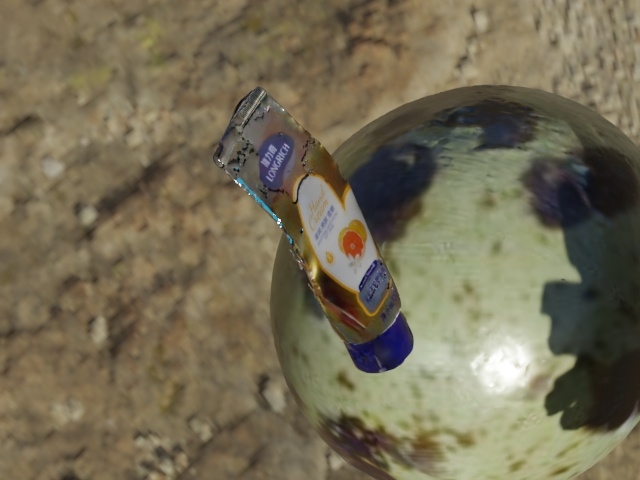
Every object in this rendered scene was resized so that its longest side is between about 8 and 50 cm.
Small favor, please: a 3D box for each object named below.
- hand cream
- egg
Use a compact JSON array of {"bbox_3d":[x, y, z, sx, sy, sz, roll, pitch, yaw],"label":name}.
[{"bbox_3d":[0.000,0.000,0.944,0.039,0.163,0.062,-5,40,36],"label":"hand cream"},{"bbox_3d":[0.144,0.037,1.599,0.345,0.345,0.428,21,30,24],"label":"egg"}]
